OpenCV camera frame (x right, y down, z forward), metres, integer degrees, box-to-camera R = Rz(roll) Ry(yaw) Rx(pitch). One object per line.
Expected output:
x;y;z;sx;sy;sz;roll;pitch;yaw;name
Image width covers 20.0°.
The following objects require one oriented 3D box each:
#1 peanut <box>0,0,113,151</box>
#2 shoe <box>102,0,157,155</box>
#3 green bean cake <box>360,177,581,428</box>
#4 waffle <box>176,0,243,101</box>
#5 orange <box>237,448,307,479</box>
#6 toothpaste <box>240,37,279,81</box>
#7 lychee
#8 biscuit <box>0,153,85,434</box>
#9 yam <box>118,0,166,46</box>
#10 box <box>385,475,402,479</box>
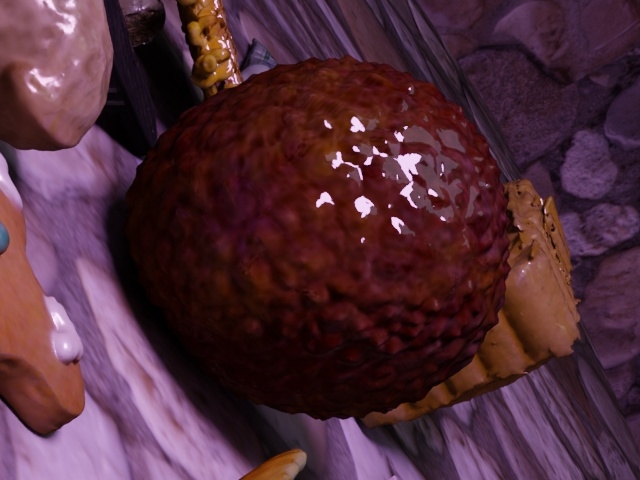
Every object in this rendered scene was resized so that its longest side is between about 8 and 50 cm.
-0.203;-0.181;1.123;0.136;0.120;0.298;33;32;-56;peanut
-0.161;-0.119;1.334;0.179;0.049;0.071;75;6;-59;shoe
0.117;0.054;1.633;0.224;0.229;0.131;-79;145;-68;green bean cake
-0.088;-0.144;1.543;0.229;0.051;0.232;-104;178;-51;waffle
0.010;0.257;0.804;0.263;0.196;0.335;69;6;-49;orange
-0.059;-0.172;1.889;0.064;0.041;0.218;53;9;-9;toothpaste
0.000;0.000;1.243;0.261;0.260;0.260;56;13;-20;lychee
-0.206;-0.002;0.865;0.216;0.047;0.339;64;12;19;biscuit
-0.173;-0.226;1.503;0.132;0.054;0.054;64;12;16;yam
0.083;0.265;1.416;0.130;0.051;0.129;40;23;-58;box
